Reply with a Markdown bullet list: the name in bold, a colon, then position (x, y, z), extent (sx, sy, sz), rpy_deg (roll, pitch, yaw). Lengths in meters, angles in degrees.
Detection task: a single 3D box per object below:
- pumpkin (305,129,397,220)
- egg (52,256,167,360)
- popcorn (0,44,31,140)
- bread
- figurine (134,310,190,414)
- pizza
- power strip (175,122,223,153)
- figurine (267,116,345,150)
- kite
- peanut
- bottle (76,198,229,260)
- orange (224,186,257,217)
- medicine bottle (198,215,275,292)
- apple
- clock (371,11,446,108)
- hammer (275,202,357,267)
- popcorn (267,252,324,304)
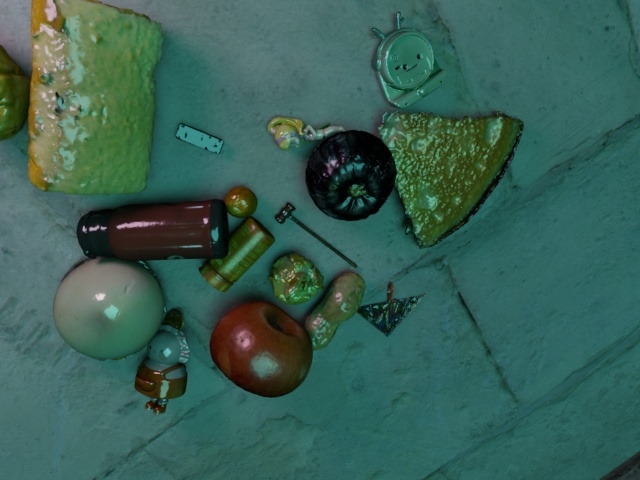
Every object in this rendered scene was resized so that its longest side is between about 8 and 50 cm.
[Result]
- **pumpkin**: position (0.077, -0.160, 1.211), extent (0.233, 0.163, 0.233), rpy_deg (-7, 130, -9)
- **egg**: position (-0.526, 0.185, 1.172), extent (0.264, 0.174, 0.286), rpy_deg (38, 101, -15)
- **popcorn**: position (-0.663, -0.300, 0.935), extent (0.183, 0.204, 0.221), rpy_deg (-28, 92, -24)
- **bread**: position (-0.466, -0.288, 0.991), extent (0.236, 0.165, 0.375), rpy_deg (-4, 113, -46)
- **figurine**: position (-0.411, 0.325, 1.300), extent (0.143, 0.143, 0.271), rpy_deg (23, 78, -23)
- **pizza**: position (0.345, -0.162, 1.351), extent (0.435, 0.080, 0.392), rpy_deg (-2, 111, -14)
- **power strip**: position (-0.288, -0.243, 1.161), extent (0.111, 0.029, 0.038), rpy_deg (20, 104, -20)
- **figurine**: position (-0.035, -0.271, 1.205), extent (0.187, 0.083, 0.083), rpy_deg (-9, 113, -6)
- **kite**: position (0.217, 0.213, 1.494), extent (0.232, 0.009, 0.189), rpy_deg (-7, 111, -15)
- **peanut**: position (0.033, 0.204, 1.384), extent (0.101, 0.117, 0.263), rpy_deg (38, 100, -5)
- **bottle**: position (-0.391, -0.019, 1.143), extent (0.336, 0.144, 0.144), rpy_deg (-3, 111, -5)
- **orange**: position (-0.200, -0.096, 1.221), extent (0.083, 0.070, 0.083), rpy_deg (0, 117, 0)
- **medicine bottle**: position (-0.214, 0.035, 1.253), extent (0.192, 0.096, 0.096), rpy_deg (-45, 116, 4)
- **apple**: position (-0.150, 0.285, 1.282), extent (0.272, 0.251, 0.206), rpy_deg (37, 97, 6)
- **clock**: position (0.207, -0.449, 1.207), extent (0.159, 0.066, 0.211), rpy_deg (-35, 115, -2)
- **hammer**: position (0.000, 0.000, 1.343), extent (0.292, 0.029, 0.058), rpy_deg (38, 98, -27)
- **popcorn**: position (-0.072, 0.106, 1.315), extent (0.135, 0.162, 0.141), rpy_deg (-36, 95, 38)
